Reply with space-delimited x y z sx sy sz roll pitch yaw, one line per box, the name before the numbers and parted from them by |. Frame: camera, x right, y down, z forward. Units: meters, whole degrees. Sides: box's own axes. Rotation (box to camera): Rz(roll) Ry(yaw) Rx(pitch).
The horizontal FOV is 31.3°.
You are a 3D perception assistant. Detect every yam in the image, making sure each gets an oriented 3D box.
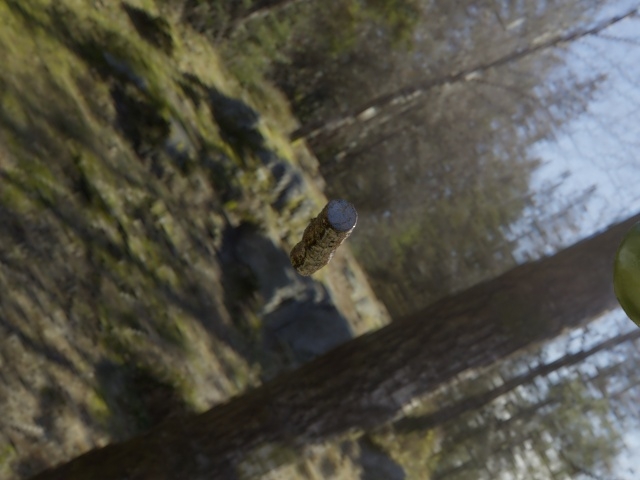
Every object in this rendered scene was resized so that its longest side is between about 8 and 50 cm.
yam | 0.000 0.000 1.526 0.057 0.057 0.241 62 -18 8

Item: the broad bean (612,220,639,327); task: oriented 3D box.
broad bean | 0.369 0.038 1.040 0.169 0.228 0.100 57 -44 30
